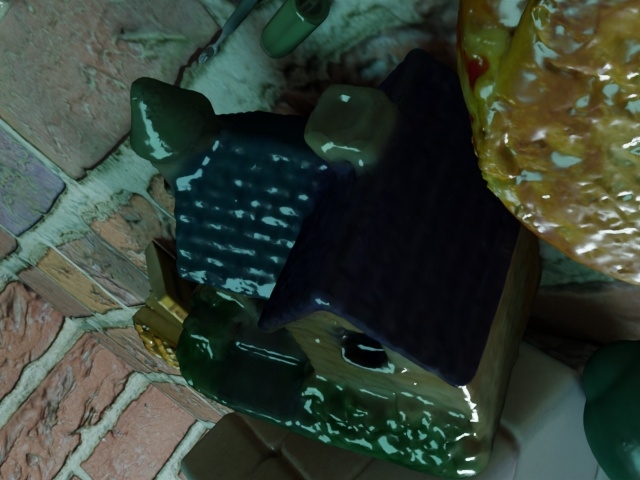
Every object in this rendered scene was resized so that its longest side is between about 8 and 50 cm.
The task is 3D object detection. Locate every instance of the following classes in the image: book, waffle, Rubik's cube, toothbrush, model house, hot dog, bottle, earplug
[{"bbox_3d":[-0.126,0.167,1.342,0.389,0.032,0.269,46,180,-23],"label":"book"},{"bbox_3d":[-0.220,0.231,1.675,0.308,0.091,0.213,30,157,13],"label":"waffle"},{"bbox_3d":[0.108,0.269,0.865,0.322,0.319,0.316,52,168,-32],"label":"Rubik's cube"},{"bbox_3d":[-0.075,-0.180,0.708,0.011,0.014,0.167,49,157,-9],"label":"toothbrush"},{"bbox_3d":[0.000,0.000,0.653,0.312,0.245,0.280,14,155,25],"label":"model house"},{"bbox_3d":[0.147,-0.084,0.409,0.153,0.150,0.257,5,144,36],"label":"hot dog"},{"bbox_3d":[-0.022,-0.163,0.641,0.030,0.030,0.083,41,159,-12],"label":"bottle"},{"bbox_3d":[0.314,0.187,0.686,0.280,0.164,0.257,43,166,1],"label":"earplug"}]

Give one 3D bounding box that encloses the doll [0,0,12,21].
[{"bbox_3d":[-0.426,-0.294,0.934,0.214,0.072,0.103,24,169,9],"label":"doll"}]
